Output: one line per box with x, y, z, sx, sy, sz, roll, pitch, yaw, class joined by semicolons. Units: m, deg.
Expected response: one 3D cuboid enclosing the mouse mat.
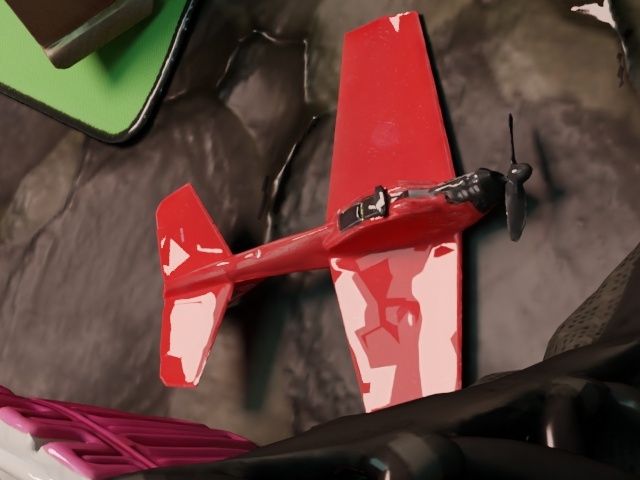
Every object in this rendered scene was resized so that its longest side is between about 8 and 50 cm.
-0.078;-0.140;0.709;0.152;0.007;0.190;26;94;42;mouse mat

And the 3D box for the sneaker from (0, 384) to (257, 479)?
-0.102;0.102;0.594;0.252;0.103;0.111;5;83;48;sneaker

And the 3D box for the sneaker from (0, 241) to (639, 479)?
0.020;0.112;0.351;0.483;0.202;0.185;-45;51;-14;sneaker

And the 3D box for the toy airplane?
0.000;0.000;0.580;0.151;0.028;0.151;-16;64;36;toy airplane

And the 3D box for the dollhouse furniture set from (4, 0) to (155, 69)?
-0.042;-0.200;0.633;0.242;0.161;0.212;-34;54;0;dollhouse furniture set
